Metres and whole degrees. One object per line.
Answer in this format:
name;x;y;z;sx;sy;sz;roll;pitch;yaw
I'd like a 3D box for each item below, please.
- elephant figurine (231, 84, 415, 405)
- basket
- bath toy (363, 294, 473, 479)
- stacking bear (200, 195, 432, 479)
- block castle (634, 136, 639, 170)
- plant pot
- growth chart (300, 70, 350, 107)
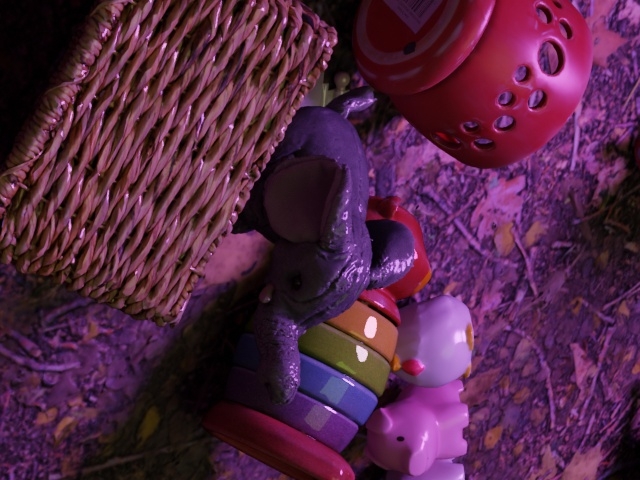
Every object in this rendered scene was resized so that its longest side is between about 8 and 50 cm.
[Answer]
elephant figurine;0.000;0.000;1.561;0.169;0.239;0.186;-4;130;-31
basket;-0.176;-0.118;1.404;0.223;0.213;0.299;27;95;-43
bath toy;0.097;0.221;1.908;0.129;0.151;0.348;-1;118;-3
stacking bear;0.014;0.091;1.735;0.289;0.164;0.175;-63;179;-11
block castle;0.580;-0.124;1.909;0.213;0.453;0.303;-8;119;-47
plant pot;0.135;-0.186;1.666;0.174;0.191;0.191;27;94;-39
growth chart;-0.064;-0.092;1.656;0.237;0.021;0.172;0;113;-42
